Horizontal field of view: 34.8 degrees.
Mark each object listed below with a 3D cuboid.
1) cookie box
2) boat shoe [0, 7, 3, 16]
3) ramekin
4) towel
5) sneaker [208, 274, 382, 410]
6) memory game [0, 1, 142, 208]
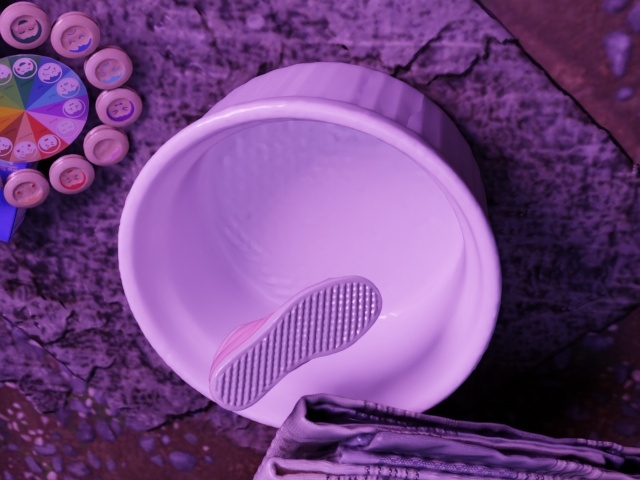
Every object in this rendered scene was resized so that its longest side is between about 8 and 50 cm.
[{"bbox_3d":[-0.286,-0.065,0.856,0.092,0.040,0.107,23,121,-3],"label":"cookie box"},{"bbox_3d":[-0.368,-0.250,0.726,0.158,0.127,0.340,-23,122,10],"label":"boat shoe"},{"bbox_3d":[0.000,0.000,0.780,0.277,0.135,0.277,5,120,9],"label":"ramekin"},{"bbox_3d":[0.085,0.236,0.852,0.312,0.056,0.324,11,143,-10],"label":"towel"},{"bbox_3d":[-0.022,0.065,0.720,0.134,0.070,0.051,-34,100,-4],"label":"sneaker"},{"bbox_3d":[-0.229,-0.098,0.788,0.186,0.012,0.186,-14,134,-15],"label":"memory game"}]
